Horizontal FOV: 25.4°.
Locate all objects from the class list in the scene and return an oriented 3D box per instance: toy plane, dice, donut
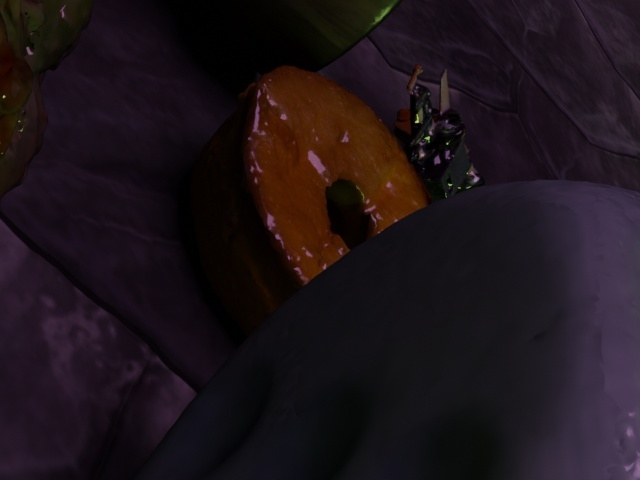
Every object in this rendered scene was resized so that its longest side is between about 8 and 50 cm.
[{"bbox_3d":[0.074,-0.039,0.969,0.188,0.062,0.135,-73,149,-54],"label":"toy plane"},{"bbox_3d":[0.081,0.158,0.530,0.265,0.262,0.268,43,29,-19],"label":"dice"},{"bbox_3d":[-0.001,0.000,0.793,0.174,0.075,0.190,11,53,-55],"label":"donut"}]

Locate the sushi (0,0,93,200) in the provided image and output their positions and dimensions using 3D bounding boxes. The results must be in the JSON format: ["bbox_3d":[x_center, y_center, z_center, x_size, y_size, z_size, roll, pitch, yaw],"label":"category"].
[{"bbox_3d":[-0.158,-0.080,0.421,0.225,0.238,0.219,-33,46,-29],"label":"sushi"}]

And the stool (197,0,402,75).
[{"bbox_3d":[-0.066,-0.245,0.856,0.264,0.179,0.179,41,30,-24],"label":"stool"}]
